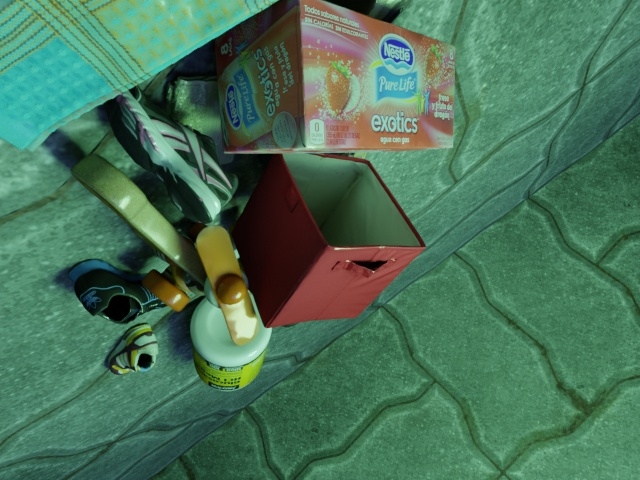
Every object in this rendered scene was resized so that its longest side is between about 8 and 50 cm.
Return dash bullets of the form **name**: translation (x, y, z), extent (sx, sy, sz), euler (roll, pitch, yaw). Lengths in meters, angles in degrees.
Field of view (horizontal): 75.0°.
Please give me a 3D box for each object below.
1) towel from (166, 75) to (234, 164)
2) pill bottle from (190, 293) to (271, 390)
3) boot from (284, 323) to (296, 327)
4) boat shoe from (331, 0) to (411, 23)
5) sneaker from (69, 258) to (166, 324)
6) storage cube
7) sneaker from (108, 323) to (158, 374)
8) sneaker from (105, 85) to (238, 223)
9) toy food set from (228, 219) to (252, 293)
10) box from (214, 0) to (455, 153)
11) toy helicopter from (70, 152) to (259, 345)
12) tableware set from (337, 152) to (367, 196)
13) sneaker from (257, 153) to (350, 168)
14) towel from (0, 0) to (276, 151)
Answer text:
- **towel**: translation (-0.153, -0.153, 0.556), extent (0.110, 0.027, 0.148), euler (-18, 152, -35)
- **pill bottle**: translation (-0.234, 0.276, 1.081), extent (0.187, 0.188, 0.334), euler (-24, 155, -27)
- **boot**: translation (-0.029, 0.123, 1.182), extent (0.338, 0.118, 0.223), euler (-40, 153, -1)
- **boat shoe**: translation (0.104, -0.338, 0.499), extent (0.223, 0.080, 0.073), euler (-43, 163, 30)
- **sneaker**: translation (-0.329, 0.106, 0.733), extent (0.081, 0.090, 0.232), euler (-37, 157, 5)
- **storage cube**: translation (0.000, 0.000, 0.635), extent (0.183, 0.215, 0.193), euler (1, 140, -37)
- **sneaker**: translation (-0.420, 0.270, 0.939), extent (0.069, 0.084, 0.185), euler (-9, 145, -48)
- **sneaker**: translation (-0.166, -0.107, 0.483), extent (0.072, 0.178, 0.077), euler (-14, -153, 47)
- **toy food set**: translation (-0.131, 0.031, 0.855), extent (0.104, 0.111, 0.232), euler (-35, 160, -34)
- **box**: translation (0.034, -0.186, 0.537), extent (0.299, 0.154, 0.142), euler (-12, 104, -43)
- **toy helicopter**: translation (-0.198, 0.019, 0.583), extent (0.140, 0.235, 0.355), euler (-50, 150, -16)
- **tableware set**: translation (0.063, -0.139, 0.796), extent (0.169, 0.020, 0.141), euler (-64, 175, 4)
- **sneaker**: translation (0.005, -0.123, 0.760), extent (0.145, 0.090, 0.270), euler (-35, 155, 5)
- **towel**: translation (-0.184, -0.203, 0.275), extent (0.370, 0.040, 0.271), euler (-24, 160, 11)
